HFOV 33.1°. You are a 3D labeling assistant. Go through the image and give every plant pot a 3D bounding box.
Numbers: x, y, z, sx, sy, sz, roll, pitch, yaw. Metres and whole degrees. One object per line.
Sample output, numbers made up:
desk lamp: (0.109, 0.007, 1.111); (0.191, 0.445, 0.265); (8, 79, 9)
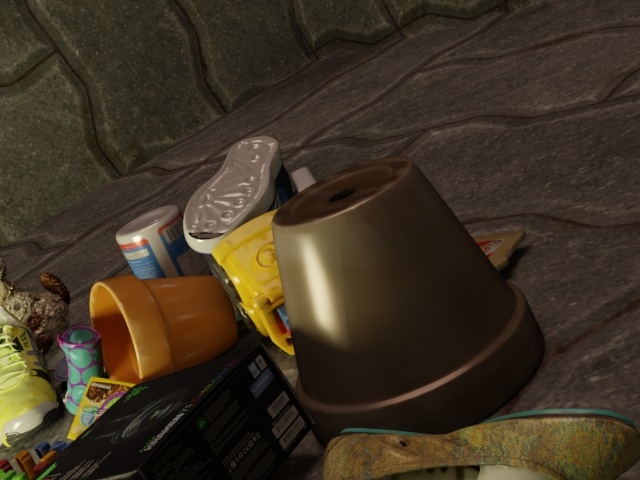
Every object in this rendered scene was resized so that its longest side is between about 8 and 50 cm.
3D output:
plant pot: (0.080, 0.059, 1.344); (0.323, 0.280, 0.323); (-23, 16, 7)
plant pot: (-0.244, 0.140, 1.728); (0.187, 0.205, 0.205); (-17, 11, -28)

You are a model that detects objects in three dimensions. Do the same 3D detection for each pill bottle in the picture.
pill bottle: (-0.260, 0.059, 1.907); (0.124, 0.222, 0.124); (-22, 17, 7)

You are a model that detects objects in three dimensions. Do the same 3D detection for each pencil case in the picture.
pencil case: (-0.386, 0.214, 1.748); (0.070, 0.152, 0.064); (-3, 29, -11)

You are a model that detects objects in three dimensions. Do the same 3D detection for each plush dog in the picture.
plush dog: (-0.624, 0.176, 2.220); (0.225, 0.211, 0.263); (-4, 52, 16)

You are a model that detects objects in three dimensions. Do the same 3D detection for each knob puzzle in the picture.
knob puzzle: (0.201, 0.052, 1.618); (0.213, 0.030, 0.213); (-22, 17, 7)

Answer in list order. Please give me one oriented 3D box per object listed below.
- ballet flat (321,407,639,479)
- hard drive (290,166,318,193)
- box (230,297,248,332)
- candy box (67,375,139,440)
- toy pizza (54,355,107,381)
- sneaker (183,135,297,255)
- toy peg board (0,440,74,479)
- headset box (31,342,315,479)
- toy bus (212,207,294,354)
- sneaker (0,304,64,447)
ballet flat: (0.142, 0.238, 1.039); (0.348, 0.123, 0.123); (-11, 22, 36)
hard drive: (0.025, 0.007, 1.698); (0.040, 0.203, 0.307); (-26, 17, 0)
box: (-0.120, 0.109, 1.877); (0.105, 0.043, 0.179); (-22, 15, 9)
candy box: (-0.309, 0.263, 1.617); (0.205, 0.027, 0.105); (-3, 66, 52)
toy pizza: (-0.393, 0.208, 1.977); (0.201, 0.032, 0.201); (-22, 16, 7)
sneaker: (-0.120, -0.004, 1.799); (0.130, 0.236, 0.323); (1, 34, 15)
toy peg board: (-0.401, 0.333, 1.538); (0.161, 0.079, 0.160); (-8, 24, 43)
headset box: (-0.193, 0.269, 1.300); (0.283, 0.131, 0.246); (-22, 15, 42)
toy bus: (-0.042, 0.095, 1.628); (0.149, 0.220, 0.211); (-31, 52, -9)
sneaker: (-0.556, 0.237, 1.902); (0.145, 0.147, 0.384); (-28, 24, -15)
